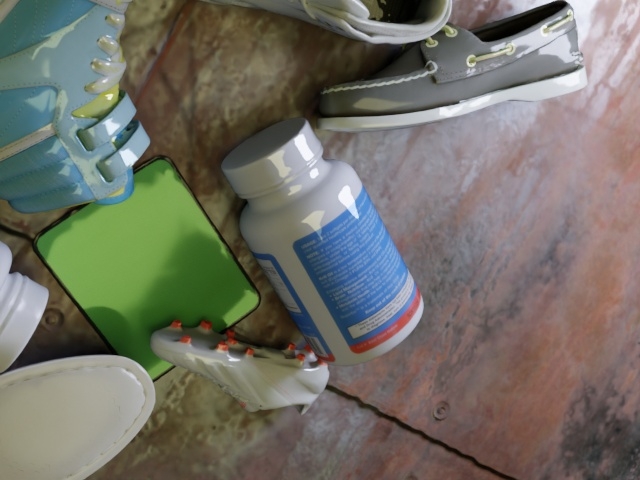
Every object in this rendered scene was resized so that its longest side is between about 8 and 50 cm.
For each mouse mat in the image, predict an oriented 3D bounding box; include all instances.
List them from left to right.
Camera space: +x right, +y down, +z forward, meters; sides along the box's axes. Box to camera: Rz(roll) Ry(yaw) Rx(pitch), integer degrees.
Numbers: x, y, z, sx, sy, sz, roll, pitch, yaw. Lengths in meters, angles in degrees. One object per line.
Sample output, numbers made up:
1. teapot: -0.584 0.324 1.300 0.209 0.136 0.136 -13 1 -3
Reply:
1. mouse mat: -0.162 0.032 0.815 0.153 0.007 0.189 -35 112 -9

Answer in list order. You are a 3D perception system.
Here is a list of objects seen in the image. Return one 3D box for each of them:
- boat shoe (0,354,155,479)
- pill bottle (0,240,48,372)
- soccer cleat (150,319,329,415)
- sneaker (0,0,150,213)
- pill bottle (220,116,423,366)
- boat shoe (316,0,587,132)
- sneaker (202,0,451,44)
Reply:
1. boat shoe: -0.305 0.188 0.750 0.324 0.097 0.116 -28 100 -14
2. pill bottle: -0.338 0.025 0.685 0.215 0.117 0.117 33 90 -25
3. soccer cleat: -0.079 0.132 0.835 0.196 0.068 0.076 16 103 -29
4. sneaker: -0.181 -0.153 0.687 0.319 0.127 0.208 -39 115 12
5. pill bottle: 0.000 0.000 0.804 0.124 0.124 0.221 -33 113 -10
6. boat shoe: 0.128 -0.169 0.825 0.305 0.109 0.091 -16 107 -23
7. sneaker: -0.030 -0.240 0.712 0.293 0.169 0.108 10 101 -21
